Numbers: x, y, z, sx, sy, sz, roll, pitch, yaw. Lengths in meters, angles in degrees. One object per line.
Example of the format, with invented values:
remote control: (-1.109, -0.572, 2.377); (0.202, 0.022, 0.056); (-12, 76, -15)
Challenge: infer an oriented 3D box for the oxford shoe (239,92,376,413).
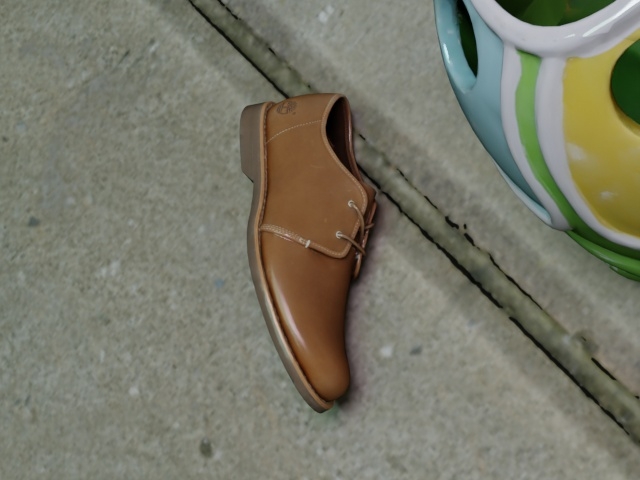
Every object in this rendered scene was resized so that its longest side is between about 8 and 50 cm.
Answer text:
oxford shoe: (0.000, 0.000, 1.055); (0.076, 0.076, 0.212); (-15, 65, 18)

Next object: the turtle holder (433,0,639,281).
turtle holder: (0.171, -0.087, 0.867); (0.243, 0.227, 0.320); (-10, 68, 31)
